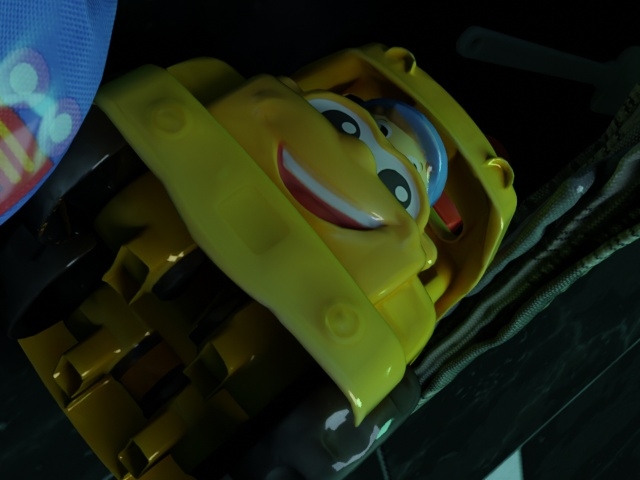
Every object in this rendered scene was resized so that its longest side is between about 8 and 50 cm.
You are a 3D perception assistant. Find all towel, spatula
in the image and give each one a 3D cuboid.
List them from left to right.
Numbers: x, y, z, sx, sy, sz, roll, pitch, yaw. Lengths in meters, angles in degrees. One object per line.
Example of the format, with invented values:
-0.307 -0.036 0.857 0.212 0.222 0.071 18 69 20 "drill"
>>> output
0.176 -0.149 0.694 0.242 0.019 0.168 3 127 -50 "spatula"
0.163 -0.044 0.629 0.324 0.056 0.312 -35 172 -39 "towel"

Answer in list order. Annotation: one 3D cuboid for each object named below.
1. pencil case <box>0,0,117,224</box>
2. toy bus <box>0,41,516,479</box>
-0.159 -0.103 0.254 0.133 0.119 0.306 -27 147 5 "pencil case"
0.000 0.000 0.476 0.211 0.149 0.220 -35 172 -28 "toy bus"
